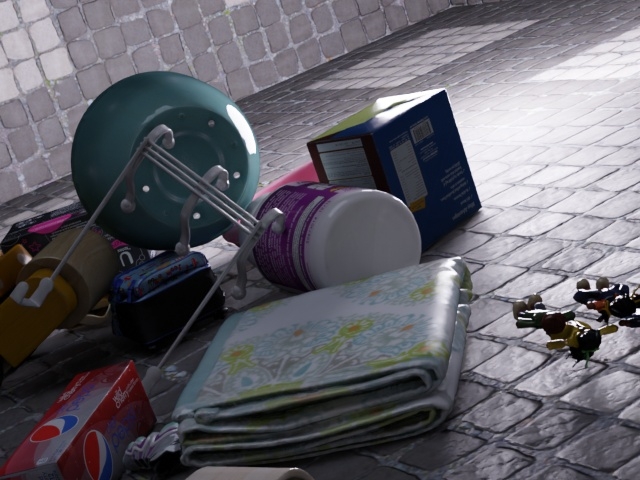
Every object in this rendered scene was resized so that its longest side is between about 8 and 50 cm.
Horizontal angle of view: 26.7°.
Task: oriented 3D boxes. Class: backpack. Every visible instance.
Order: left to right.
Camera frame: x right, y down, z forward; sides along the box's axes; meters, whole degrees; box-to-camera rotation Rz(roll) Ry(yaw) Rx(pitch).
[{"bbox_3d":[-0.247,0.086,2.037,0.158,0.117,0.173,-26,14,-27],"label":"backpack"}]

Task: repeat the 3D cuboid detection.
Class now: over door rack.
[{"bbox_3d":[-0.231,0.032,1.856,0.324,0.239,0.108,-51,-21,-7],"label":"over door rack"}]

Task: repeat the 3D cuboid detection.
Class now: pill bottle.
[{"bbox_3d":[0.000,0.000,1.929,0.169,0.169,0.301,-26,18,-24],"label":"pill bottle"}]

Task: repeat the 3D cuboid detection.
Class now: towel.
[{"bbox_3d":[0.014,0.142,1.591,0.320,0.090,0.374,-13,17,14],"label":"towel"}]

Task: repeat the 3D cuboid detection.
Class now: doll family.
[{"bbox_3d":[0.305,0.085,1.453,0.193,0.076,0.111,-19,10,-9],"label":"doll family"}]

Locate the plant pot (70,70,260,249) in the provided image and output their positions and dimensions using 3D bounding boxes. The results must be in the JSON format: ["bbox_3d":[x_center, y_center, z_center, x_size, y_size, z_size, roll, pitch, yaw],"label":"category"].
[{"bbox_3d":[-0.225,-0.117,2.075,0.293,0.293,0.235,-23,12,-13],"label":"plant pot"}]

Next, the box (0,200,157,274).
[{"bbox_3d":[-0.437,0.011,2.473,0.247,0.142,0.163,-18,14,1],"label":"box"}]

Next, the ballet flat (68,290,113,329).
[{"bbox_3d":[-0.325,0.099,2.204,0.232,0.080,0.073,-16,43,21],"label":"ballet flat"}]

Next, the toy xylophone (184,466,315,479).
[{"bbox_3d":[-0.100,0.295,1.199,0.236,0.081,0.322,-3,23,46],"label":"toy xylophone"}]

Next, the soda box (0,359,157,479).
[{"bbox_3d":[-0.282,0.241,1.585,0.083,0.092,0.263,-16,16,16],"label":"soda box"}]

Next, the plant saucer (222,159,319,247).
[{"bbox_3d":[-0.010,-0.070,2.263,0.332,0.084,0.332,-28,11,6],"label":"plant saucer"}]

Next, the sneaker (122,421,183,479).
[{"bbox_3d":[-0.192,0.253,1.542,0.098,0.038,0.069,-36,29,24],"label":"sneaker"}]

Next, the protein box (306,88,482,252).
[{"bbox_3d":[0.117,-0.099,2.064,0.136,0.201,0.200,-4,22,43],"label":"protein box"}]

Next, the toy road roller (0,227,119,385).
[{"bbox_3d":[-0.493,0.071,2.034,0.329,0.240,0.202,-39,8,22],"label":"toy road roller"}]
